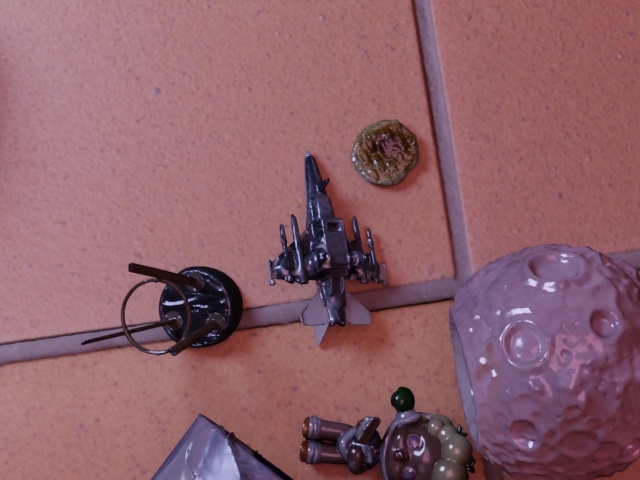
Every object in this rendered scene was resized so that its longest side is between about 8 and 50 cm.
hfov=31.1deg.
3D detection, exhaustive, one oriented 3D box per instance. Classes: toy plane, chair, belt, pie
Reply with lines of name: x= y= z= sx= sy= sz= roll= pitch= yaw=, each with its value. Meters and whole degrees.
toy plane: x=0.008 y=0.002 z=1.322 sx=0.160 sy=0.082 sz=0.234 roll=1 pitch=80 yaw=-29
chair: x=-0.168 y=0.081 z=1.254 sx=0.095 sy=0.221 sz=0.104 roll=-25 pitch=84 yaw=18
belt: x=-0.021 y=0.328 z=1.201 sx=0.347 sy=0.212 sz=0.117 roll=37 pitch=83 yaw=0
pie: x=0.076 y=-0.105 z=1.370 sx=0.084 sy=0.020 sz=0.084 roll=0 pitch=80 yaw=-2

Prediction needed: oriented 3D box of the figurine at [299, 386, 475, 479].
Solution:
figurine: x=0.076 y=0.235 z=1.278 sx=0.197 sy=0.093 sz=0.147 roll=6 pitch=86 yaw=1

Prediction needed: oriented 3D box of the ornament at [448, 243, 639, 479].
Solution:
ornament: x=0.259 y=0.127 z=1.218 sx=0.225 sy=0.259 sz=0.259 roll=-9 pitch=81 yaw=0
